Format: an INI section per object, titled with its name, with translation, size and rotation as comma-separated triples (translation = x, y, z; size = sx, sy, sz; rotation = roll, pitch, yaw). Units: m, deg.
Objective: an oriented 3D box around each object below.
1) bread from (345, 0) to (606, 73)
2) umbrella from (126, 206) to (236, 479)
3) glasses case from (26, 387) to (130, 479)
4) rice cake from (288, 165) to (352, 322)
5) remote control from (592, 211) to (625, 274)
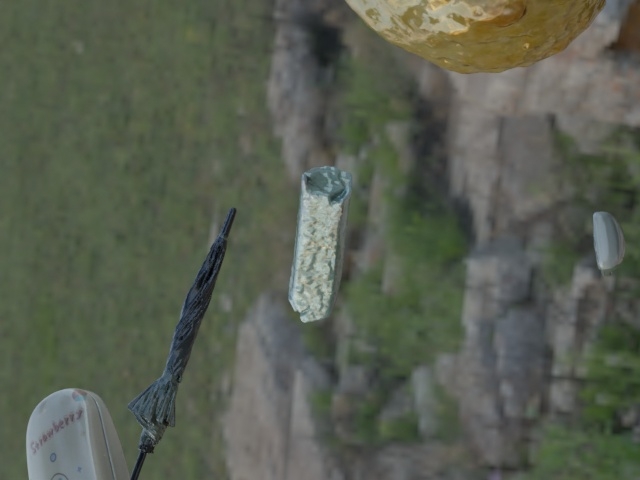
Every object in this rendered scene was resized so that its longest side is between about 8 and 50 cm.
[bread]
translation = 0.100, -0.235, 1.175
size = 0.134, 0.244, 0.244
rotation = 177, 99, -85
[umbrella]
translation = -0.124, 0.097, 1.515
size = 0.269, 0.044, 0.044
rotation = -71, 17, -6
[glasses case]
translation = -0.180, 0.214, 1.387
size = 0.081, 0.051, 0.204
rotation = -31, 65, 35
[rice cake]
translation = 0.000, 0.000, 2.177
size = 0.069, 0.063, 0.206
rotation = -75, -6, -57
[remote control]
translation = 0.255, 0.004, 1.586
size = 0.184, 0.027, 0.050
rotation = 19, -114, -81
